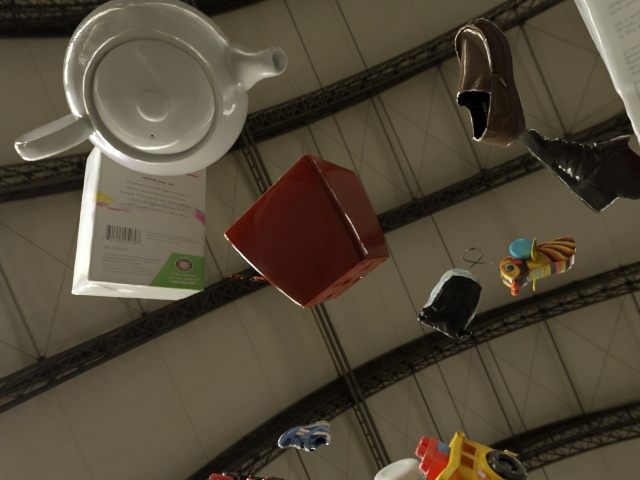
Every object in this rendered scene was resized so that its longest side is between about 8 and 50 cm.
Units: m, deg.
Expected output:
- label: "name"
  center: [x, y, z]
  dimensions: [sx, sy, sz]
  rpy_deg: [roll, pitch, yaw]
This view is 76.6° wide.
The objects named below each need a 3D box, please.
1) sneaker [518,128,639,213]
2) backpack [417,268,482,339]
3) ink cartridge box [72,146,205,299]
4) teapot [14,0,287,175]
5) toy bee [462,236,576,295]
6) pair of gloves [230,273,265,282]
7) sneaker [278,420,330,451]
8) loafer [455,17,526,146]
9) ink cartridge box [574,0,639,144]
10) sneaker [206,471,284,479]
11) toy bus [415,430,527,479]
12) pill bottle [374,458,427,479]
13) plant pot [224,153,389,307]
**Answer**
- label: "sneaker"
  center: [0.344, -0.103, 0.510]
  dimensions: [0.089, 0.051, 0.170]
  rpy_deg: [-46, -107, 26]
- label: "backpack"
  center: [0.373, 0.167, 1.141]
  dimensions: [0.152, 0.115, 0.181]
  rpy_deg: [23, -72, 4]
- label: "ink cartridge box"
  center: [-0.348, -0.069, 0.807]
  dimensions: [0.207, 0.119, 0.352]
  rpy_deg: [12, -114, -41]
- label: "teapot"
  center: [-0.215, -0.186, 0.527]
  dimensions: [0.253, 0.187, 0.255]
  rpy_deg: [21, -69, -23]
- label: "toy bee"
  center: [0.601, 0.090, 1.197]
  dimensions: [0.195, 0.299, 0.162]
  rpy_deg: [40, -142, -28]
- label: "pair of gloves"
  center: [-0.171, 0.090, 0.959]
  dimensions: [0.084, 0.074, 0.010]
  rpy_deg: [8, -92, -9]
- label: "sneaker"
  center: [-0.040, 0.528, 1.076]
  dimensions: [0.145, 0.059, 0.053]
  rpy_deg: [-14, -54, -5]
- label: "loafer"
  center: [0.432, -0.423, 1.082]
  dimensions: [0.130, 0.134, 0.365]
  rpy_deg: [-12, -101, -16]
- label: "ink cartridge box"
  center: [0.379, -0.262, 0.318]
  dimensions: [0.385, 0.308, 0.091]
  rpy_deg: [46, -142, -26]
- label: "sneaker"
  center: [-0.032, 0.259, 0.310]
  dimensions: [0.104, 0.261, 0.125]
  rpy_deg: [5, -120, 16]
- label: "toy bus"
  center: [0.289, 0.502, 0.826]
  dimensions: [0.212, 0.220, 0.149]
  rpy_deg: [23, -71, 19]
- label: "pill bottle"
  center: [0.269, 0.780, 1.148]
  dimensions: [0.147, 0.146, 0.263]
  rpy_deg: [-19, -108, -18]
- label: "plant pot"
  center: [0.000, 0.000, 0.926]
  dimensions: [0.267, 0.267, 0.235]
  rpy_deg: [-40, -106, 21]
